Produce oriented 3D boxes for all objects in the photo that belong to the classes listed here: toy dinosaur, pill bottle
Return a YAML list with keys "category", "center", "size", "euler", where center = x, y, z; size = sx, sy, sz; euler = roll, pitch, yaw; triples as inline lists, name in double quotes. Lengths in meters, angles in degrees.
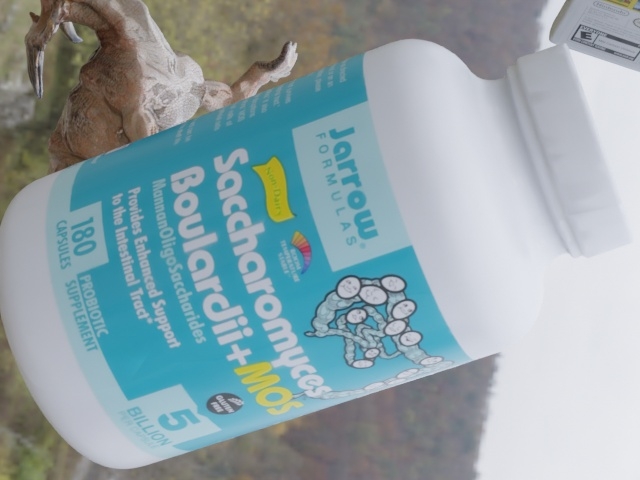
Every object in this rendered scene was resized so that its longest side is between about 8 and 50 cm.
- category: "toy dinosaur"
  center: [-0.148, -0.076, 0.870]
  size: [0.127, 0.200, 0.295]
  euler: [-25, 133, -68]
- category: "pill bottle"
  center: [0.000, 0.000, 0.561]
  size: [0.146, 0.264, 0.146]
  euler: [-20, 90, -77]

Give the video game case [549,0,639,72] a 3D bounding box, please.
- category: "video game case"
  center: [0.319, -0.183, 0.980]
  size: [0.206, 0.227, 0.026]
  euler: [110, -2, -67]
